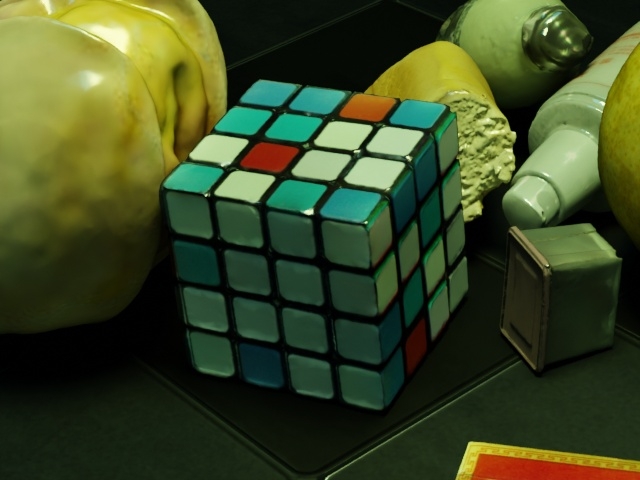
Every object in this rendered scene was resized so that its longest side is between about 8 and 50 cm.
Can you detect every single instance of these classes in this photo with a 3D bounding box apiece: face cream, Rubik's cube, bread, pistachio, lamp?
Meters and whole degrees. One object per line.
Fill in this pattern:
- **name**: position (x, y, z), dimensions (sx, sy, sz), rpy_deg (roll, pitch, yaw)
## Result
- **face cream**: position (0.211, -0.076, 1.317), dimensions (0.101, 0.101, 0.251), rpy_deg (18, 40, 33)
- **Rubik's cube**: position (0.000, 0.000, 1.182), dimensions (0.154, 0.155, 0.151), rpy_deg (9, 35, 24)
- **bread**: position (0.079, -0.072, 1.320), dimensions (0.134, 0.085, 0.173), rpy_deg (-43, 18, 15)
- **pistachio**: position (-0.194, -0.056, 1.227), dimensions (0.230, 0.309, 0.230), rpy_deg (23, 43, -23)
- **lamp**: position (0.148, -0.153, 1.416), dimensions (0.101, 0.101, 0.250), rpy_deg (-16, 4, -15)

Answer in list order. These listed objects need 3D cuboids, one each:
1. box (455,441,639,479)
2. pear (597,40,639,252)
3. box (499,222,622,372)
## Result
- **box**: position (0.124, 0.210, 0.914), dimensions (0.153, 0.074, 0.240), rpy_deg (1, 34, 19)
- **pear**: position (0.282, -0.060, 1.173), dimensions (0.208, 0.209, 0.209), rpy_deg (-5, 32, 3)
- **box**: position (0.160, 0.034, 1.169), dimensions (0.063, 0.085, 0.060), rpy_deg (-10, 31, -16)
